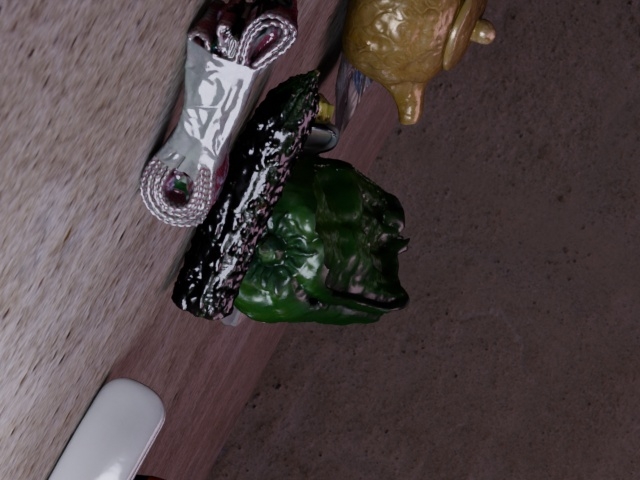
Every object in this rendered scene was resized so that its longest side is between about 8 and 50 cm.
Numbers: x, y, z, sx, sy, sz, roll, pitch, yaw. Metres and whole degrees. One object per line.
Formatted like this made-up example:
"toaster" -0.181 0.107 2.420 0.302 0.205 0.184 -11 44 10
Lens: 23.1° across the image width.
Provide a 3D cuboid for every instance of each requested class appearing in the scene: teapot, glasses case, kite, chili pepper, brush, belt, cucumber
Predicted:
"teapot" 0.134 -0.283 1.845 0.203 0.167 0.311 -49 160 -65
"glasses case" -0.225 0.230 1.581 0.193 0.074 0.049 -61 176 -7
"kite" 0.061 -0.257 2.027 0.310 0.015 0.169 -63 159 -55
"chili pepper" -0.008 0.007 1.932 0.385 0.167 0.213 -7 87 -67
"brush" -0.014 -0.136 1.949 0.297 0.068 0.060 119 -22 -81
"belt" -0.082 -0.101 1.183 0.232 0.071 0.053 -61 -176 42
"cucumber" -0.074 -0.049 1.606 0.300 0.072 0.072 -65 175 22

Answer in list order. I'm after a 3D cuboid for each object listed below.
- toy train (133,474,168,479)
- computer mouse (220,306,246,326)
"toy train" -0.264 0.409 2.282 0.409 0.089 0.086 105 3 -71
"computer mouse" -0.091 0.027 2.086 0.102 0.045 0.199 -47 162 -52
